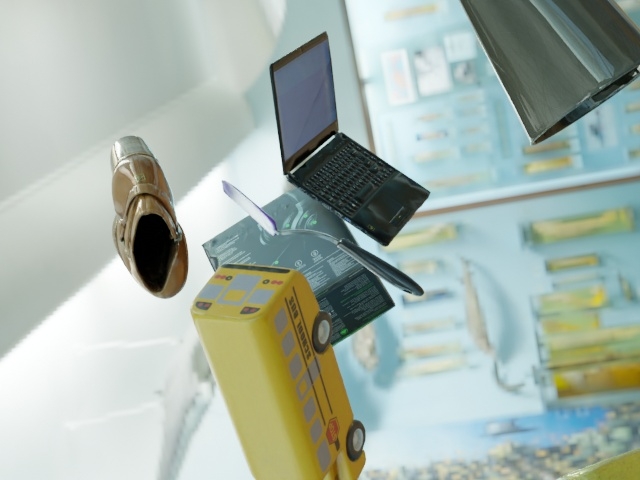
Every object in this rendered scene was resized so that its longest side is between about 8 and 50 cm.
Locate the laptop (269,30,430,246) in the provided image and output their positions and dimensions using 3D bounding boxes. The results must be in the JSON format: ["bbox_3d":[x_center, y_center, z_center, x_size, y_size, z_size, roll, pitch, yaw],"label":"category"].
[{"bbox_3d":[0.048,-0.149,1.852,0.136,0.264,0.234,-59,-6,28],"label":"laptop"}]

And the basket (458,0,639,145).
[{"bbox_3d":[0.260,-0.256,1.523,0.227,0.154,0.204,58,147,5],"label":"basket"}]

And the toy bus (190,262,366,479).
[{"bbox_3d":[-0.043,0.179,1.560,0.130,0.108,0.332,-56,-40,-44],"label":"toy bus"}]

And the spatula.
[{"bbox_3d":[0.000,0.000,1.670,0.084,0.296,0.030,92,-157,-76],"label":"spatula"}]

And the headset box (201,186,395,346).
[{"bbox_3d":[-0.047,0.054,2.301,0.283,0.246,0.131,58,-179,43],"label":"headset box"}]

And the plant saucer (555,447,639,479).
[{"bbox_3d":[0.363,0.227,1.253,0.333,0.333,0.081,102,150,-72],"label":"plant saucer"}]

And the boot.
[{"bbox_3d":[-0.230,0.012,1.845,0.220,0.109,0.283,-117,20,-54],"label":"boot"}]
